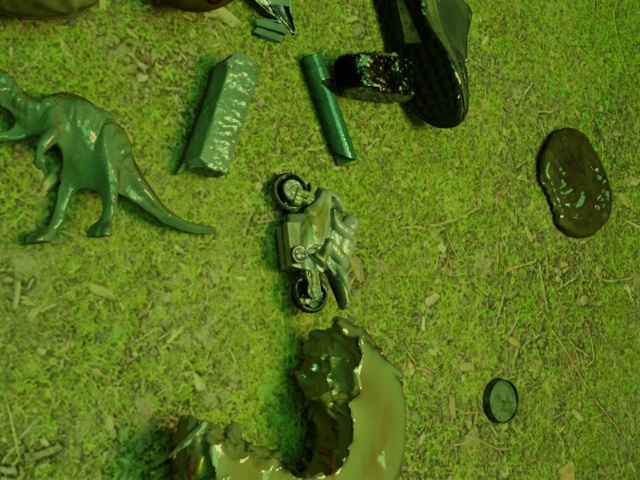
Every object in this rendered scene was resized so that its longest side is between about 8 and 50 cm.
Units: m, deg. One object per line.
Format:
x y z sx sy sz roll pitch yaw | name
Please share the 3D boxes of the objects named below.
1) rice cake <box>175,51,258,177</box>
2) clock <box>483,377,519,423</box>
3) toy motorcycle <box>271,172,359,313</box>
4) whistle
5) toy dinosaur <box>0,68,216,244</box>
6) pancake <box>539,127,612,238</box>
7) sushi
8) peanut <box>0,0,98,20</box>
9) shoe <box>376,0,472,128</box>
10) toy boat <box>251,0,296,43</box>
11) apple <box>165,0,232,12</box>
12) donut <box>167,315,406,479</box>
-0.147 -0.182 1.182 0.063 0.069 0.206 26 68 -31 | rice cake
0.338 0.299 1.498 0.085 0.017 0.085 6 80 -35 | clock
0.000 0.000 1.261 0.151 0.074 0.228 -7 78 -31 | toy motorcycle
0.015 -0.216 1.323 0.039 0.039 0.186 -23 97 -36 | whistle
-0.290 -0.080 1.058 0.393 0.092 0.205 18 69 -30 | toy dinosaur
0.542 -0.123 1.689 0.223 0.042 0.236 -6 87 -34 | pancake
0.090 -0.276 1.354 0.150 0.090 0.078 -2 89 -37 | sushi
-0.415 -0.373 0.977 0.313 0.149 0.149 30 67 -27 | peanut
0.212 -0.367 1.445 0.171 0.132 0.336 -16 90 -46 | shoe
-0.071 -0.477 1.283 0.210 0.070 0.291 -33 106 -30 | toy boat
-0.178 -0.413 1.128 0.155 0.182 0.182 -36 105 -18 | apple
-0.028 0.307 1.150 0.371 0.150 0.307 -32 103 -34 | donut
